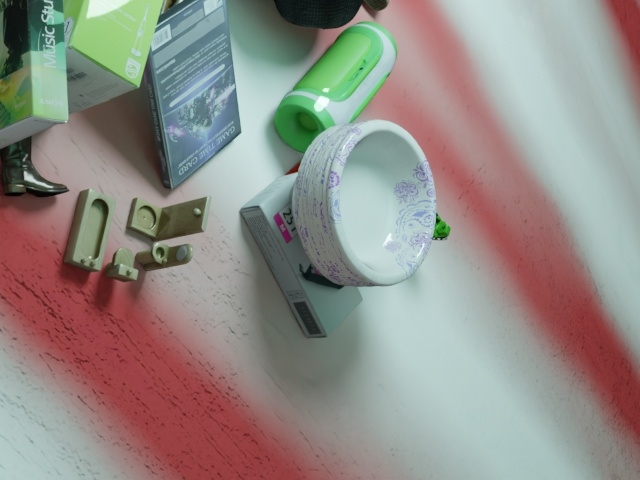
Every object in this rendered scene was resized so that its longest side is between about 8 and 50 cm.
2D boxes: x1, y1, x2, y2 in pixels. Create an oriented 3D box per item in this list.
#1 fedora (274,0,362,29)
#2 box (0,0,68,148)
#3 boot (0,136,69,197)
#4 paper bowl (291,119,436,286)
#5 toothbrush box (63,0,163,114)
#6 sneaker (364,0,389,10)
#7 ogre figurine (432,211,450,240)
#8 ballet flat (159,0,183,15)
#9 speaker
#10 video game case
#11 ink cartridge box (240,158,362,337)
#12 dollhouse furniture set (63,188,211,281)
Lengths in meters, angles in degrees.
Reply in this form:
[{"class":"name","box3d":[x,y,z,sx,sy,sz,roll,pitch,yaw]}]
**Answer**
[{"class":"fedora","box3d":[-0.002,-0.487,1.847,0.334,0.334,0.152,-45,150,-42]},{"class":"box","box3d":[-0.413,-0.288,1.327,0.058,0.232,0.322,0,82,-43]},{"class":"boot","box3d":[-0.408,-0.120,1.450,0.106,0.037,0.114,1,77,-50]},{"class":"paper bowl","box3d":[0.062,-0.061,1.769,0.284,0.148,0.284,2,88,-48]},{"class":"toothbrush box","box3d":[-0.329,-0.338,1.449,0.122,0.206,0.283,31,61,-39]},{"class":"sneaker","box3d":[0.079,-0.551,2.055,0.188,0.066,0.071,55,31,-33]},{"class":"ogre figurine","box3d":[0.156,-0.046,1.988,0.197,0.118,0.096,1,86,-46]},{"class":"ballet flat","box3d":[-0.209,-0.406,1.666,0.107,0.106,0.316,37,57,-37]},{"class":"speaker","box3d":[0.034,-0.287,1.894,0.131,0.131,0.296,57,47,-24]},{"class":"video game case","box3d":[-0.201,-0.244,1.615,0.196,0.026,0.274,-46,145,-42]},{"class":"ink cartridge box","box3d":[0.000,0.000,1.854,0.239,0.060,0.275,-43,114,-42]},{"class":"dollhouse furniture set","box3d":[-0.268,-0.016,1.513,0.151,0.123,0.144,27,63,-42]}]
